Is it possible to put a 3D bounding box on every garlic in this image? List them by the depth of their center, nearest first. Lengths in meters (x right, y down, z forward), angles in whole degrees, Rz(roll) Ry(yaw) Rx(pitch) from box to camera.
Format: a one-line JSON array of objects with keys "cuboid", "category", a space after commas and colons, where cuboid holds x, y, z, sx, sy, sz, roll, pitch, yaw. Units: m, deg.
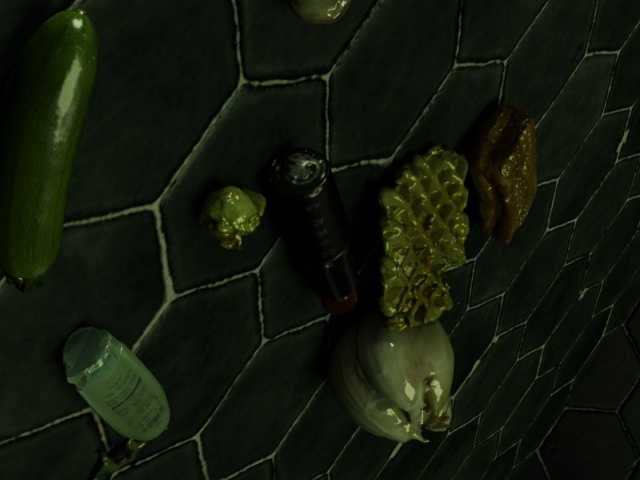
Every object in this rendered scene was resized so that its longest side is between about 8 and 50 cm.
[{"cuboid": [0.109, 0.210, 1.569, 0.184, 0.203, 0.281, -18, 158, -3], "category": "garlic"}]

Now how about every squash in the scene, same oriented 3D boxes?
[{"cuboid": [-0.228, -0.063, 0.847, 0.069, 0.069, 0.258, -19, 135, -50], "category": "squash"}]

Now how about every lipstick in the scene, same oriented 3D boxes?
[{"cuboid": [0.000, 0.000, 1.275, 0.081, 0.081, 0.300, -47, 152, -17], "category": "lipstick"}]

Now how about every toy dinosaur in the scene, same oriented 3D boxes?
[{"cuboid": [-0.228, 0.251, 1.248, 0.119, 0.029, 0.060, -36, 163, -45], "category": "toy dinosaur"}]

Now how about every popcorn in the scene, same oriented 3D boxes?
[{"cuboid": [-0.090, -0.030, 1.119, 0.083, 0.059, 0.068, -41, 151, -44], "category": "popcorn"}]

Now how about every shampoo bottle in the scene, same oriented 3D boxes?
[{"cuboid": [-0.214, 0.157, 1.132, 0.072, 0.049, 0.212, -44, 152, -15], "category": "shampoo bottle"}]

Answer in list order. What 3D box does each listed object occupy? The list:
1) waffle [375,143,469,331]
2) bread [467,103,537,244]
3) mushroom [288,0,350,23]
[{"cuboid": [0.146, -0.008, 1.478, 0.261, 0.056, 0.250, -22, 114, -53], "category": "waffle"}, {"cuboid": [0.287, -0.103, 1.637, 0.139, 0.077, 0.271, -60, 157, -13], "category": "bread"}, {"cuboid": [-0.028, -0.264, 0.919, 0.118, 0.103, 0.270, -62, 158, 11], "category": "mushroom"}]
